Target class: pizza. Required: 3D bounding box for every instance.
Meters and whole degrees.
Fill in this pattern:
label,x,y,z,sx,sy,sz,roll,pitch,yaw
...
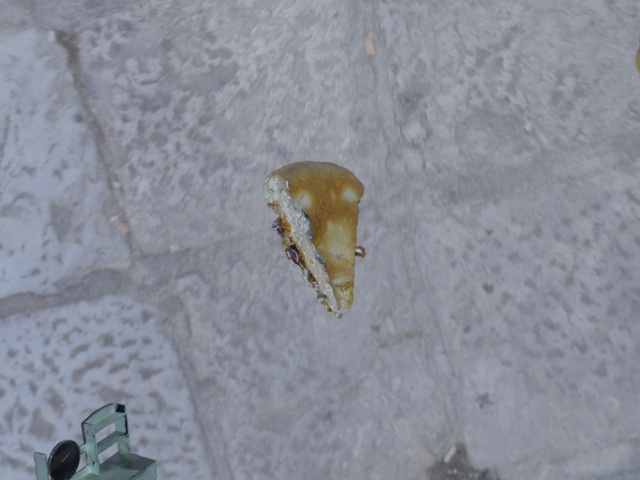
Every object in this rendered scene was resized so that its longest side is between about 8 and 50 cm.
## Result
label,x,y,z,sx,sy,sz,roll,pitch,yaw
pizza,-0.002,0.000,1.144,0.069,0.154,0.194,-9,90,36

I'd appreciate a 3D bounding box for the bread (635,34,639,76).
label,x,y,z,sx,sy,sz,roll,pitch,yaw
bread,0.423,-0.160,0.946,0.236,0.140,0.106,23,67,-20

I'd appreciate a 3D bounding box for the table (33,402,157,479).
label,x,y,z,sx,sy,sz,roll,pitch,yaw
table,-0.270,0.310,1.169,0.062,0.146,0.175,7,108,27
